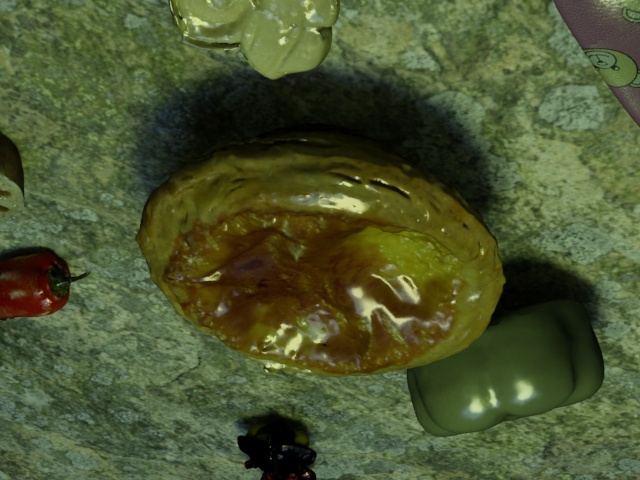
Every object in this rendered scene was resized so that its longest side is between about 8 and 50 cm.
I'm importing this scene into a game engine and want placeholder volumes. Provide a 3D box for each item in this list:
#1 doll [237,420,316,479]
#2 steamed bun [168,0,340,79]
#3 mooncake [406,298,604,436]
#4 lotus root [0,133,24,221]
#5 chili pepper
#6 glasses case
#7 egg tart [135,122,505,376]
[{"bbox_3d":[-0.069,0.356,2.210,0.127,0.088,0.248,-18,151,-1],"label":"doll"},{"bbox_3d":[-0.060,-0.255,1.343,0.177,0.106,0.192,4,136,10],"label":"steamed bun"},{"bbox_3d":[0.246,0.176,1.787,0.275,0.135,0.275,-18,170,-3],"label":"mooncake"},{"bbox_3d":[-0.419,-0.080,1.655,0.112,0.081,0.122,1,143,4],"label":"lotus root"},{"bbox_3d":[-0.386,0.061,1.844,0.192,0.084,0.086,-12,157,31],"label":"chili pepper"},{"bbox_3d":[0.349,-0.195,1.381,0.123,0.076,0.316,-18,138,31],"label":"glasses case"},{"bbox_3d":[0.000,0.000,1.621,0.443,0.178,0.443,6,144,4],"label":"egg tart"}]
